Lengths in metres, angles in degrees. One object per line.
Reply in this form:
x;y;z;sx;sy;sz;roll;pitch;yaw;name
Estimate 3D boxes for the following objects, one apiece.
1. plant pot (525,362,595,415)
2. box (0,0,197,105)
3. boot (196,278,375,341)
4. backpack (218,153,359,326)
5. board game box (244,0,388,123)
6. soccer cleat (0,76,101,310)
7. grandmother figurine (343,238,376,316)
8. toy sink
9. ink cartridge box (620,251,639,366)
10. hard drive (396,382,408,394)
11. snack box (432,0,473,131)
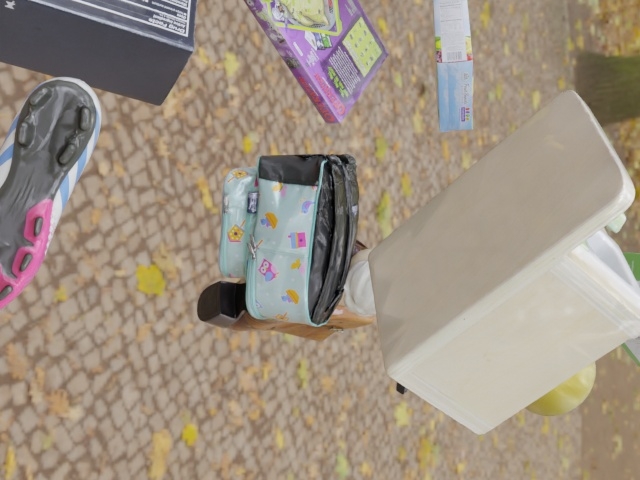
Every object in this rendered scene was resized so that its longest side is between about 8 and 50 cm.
0.317;0.176;1.300;0.095;0.134;0.134;35;57;-50;plant pot
-0.354;-0.408;1.418;0.296;0.183;0.294;14;60;-23;box
-0.018;0.118;1.473;0.280;0.264;0.096;17;58;-38;boot
-0.033;0.000;0.998;0.166;0.144;0.189;-23;112;-76;backpack
-0.009;-0.417;1.708;0.347;0.056;0.208;54;54;-35;board game box
-0.359;-0.043;1.091;0.331;0.116;0.143;-59;-171;0;soccer cleat
0.000;0.000;1.262;0.207;0.342;0.104;6;111;-43;grandmother figurine
0.170;0.022;0.735;0.131;0.234;0.153;35;27;-27;toy sink
0.443;0.104;1.195;0.209;0.062;0.109;36;59;-50;ink cartridge box
0.206;0.243;1.846;0.135;0.022;0.094;-33;138;-39;hard drive
0.244;-0.336;1.666;0.174;0.070;0.207;78;11;-53;snack box
